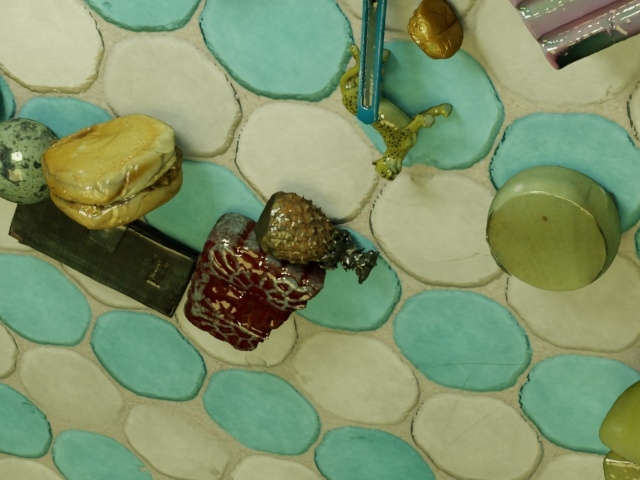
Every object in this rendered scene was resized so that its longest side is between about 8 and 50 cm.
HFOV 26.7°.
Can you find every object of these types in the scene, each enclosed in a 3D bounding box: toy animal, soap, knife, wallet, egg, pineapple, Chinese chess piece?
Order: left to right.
[{"bbox_3d":[-0.470,-0.128,2.125,0.172,0.132,0.132,40,157,56],"label":"egg"},{"bbox_3d":[-0.366,0.008,2.262,0.317,0.044,0.169,28,133,-1],"label":"wallet"},{"bbox_3d":[0.000,0.000,2.059,0.197,0.108,0.108,24,135,-12],"label":"pineapple"},{"bbox_3d":[0.073,-0.292,1.769,0.044,0.026,0.296,11,114,20],"label":"knife"},{"bbox_3d":[0.079,-0.182,1.880,0.181,0.073,0.136,41,134,-10],"label":"toy animal"},{"bbox_3d":[0.328,-0.017,1.899,0.188,0.083,0.188,15,133,17],"label":"Chinese chess piece"},{"bbox_3d":[0.368,-0.352,1.573,0.324,0.109,0.193,-22,117,37],"label":"soap"}]

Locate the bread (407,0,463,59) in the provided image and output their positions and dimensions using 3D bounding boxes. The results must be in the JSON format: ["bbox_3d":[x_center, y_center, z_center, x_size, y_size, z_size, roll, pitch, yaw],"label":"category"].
[{"bbox_3d":[0.151,-0.275,1.762,0.046,0.081,0.083,-16,87,45],"label":"bread"}]

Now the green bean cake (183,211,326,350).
[{"bbox_3d":[-0.111,0.080,2.169,0.198,0.097,0.233,28,134,0],"label":"green bean cake"}]

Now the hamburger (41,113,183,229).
[{"bbox_3d":[-0.308,-0.108,2.028,0.213,0.214,0.108,6,126,21],"label":"hamburger"}]

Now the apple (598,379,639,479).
[{"bbox_3d":[0.555,0.301,1.957,0.258,0.233,0.295,19,153,38],"label":"apple"}]
